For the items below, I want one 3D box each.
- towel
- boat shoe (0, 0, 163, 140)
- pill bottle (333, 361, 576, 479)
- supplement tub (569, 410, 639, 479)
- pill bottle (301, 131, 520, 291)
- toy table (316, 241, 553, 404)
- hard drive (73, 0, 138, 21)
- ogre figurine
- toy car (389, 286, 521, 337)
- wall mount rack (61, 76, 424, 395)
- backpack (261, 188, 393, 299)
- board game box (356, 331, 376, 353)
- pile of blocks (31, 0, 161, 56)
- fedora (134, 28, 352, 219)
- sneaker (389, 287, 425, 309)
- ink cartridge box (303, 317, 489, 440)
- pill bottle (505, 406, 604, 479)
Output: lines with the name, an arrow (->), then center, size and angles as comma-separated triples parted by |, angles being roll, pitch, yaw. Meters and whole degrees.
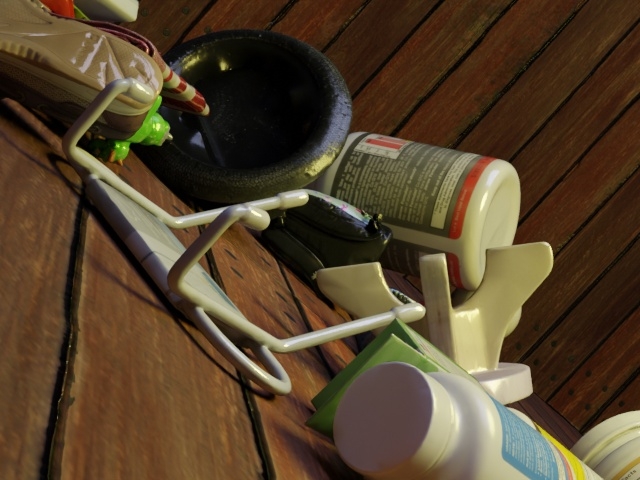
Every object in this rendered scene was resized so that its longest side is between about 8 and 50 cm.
towel -> -0.266, -0.216, 1.381 | 0.237, 0.037, 0.329 | 18, -2, 7
boat shoe -> -0.291, -0.175, 1.107 | 0.285, 0.092, 0.102 | 23, 42, -6
pill bottle -> 0.109, 0.180, 0.959 | 0.221, 0.124, 0.124 | 39, 5, -43
supplement tub -> 0.428, 0.359, 1.350 | 0.228, 0.228, 0.316 | 39, 5, -32
pill bottle -> 0.116, -0.059, 1.881 | 0.363, 0.210, 0.210 | 15, -8, 25
toy table -> 0.129, 0.094, 1.274 | 0.274, 0.252, 0.160 | 158, -75, -84
hard drive -> -0.406, -0.371, 1.646 | 0.203, 0.040, 0.307 | 6, -4, 13
ogre figurine -> -0.238, -0.146, 1.280 | 0.118, 0.096, 0.197 | 32, -11, 19
toy car -> 0.243, 0.124, 1.931 | 0.219, 0.238, 0.210 | 41, 5, -23
wall mount rack -> -0.072, 0.000, 1.077 | 0.350, 0.130, 0.304 | 47, 6, 37
backpack -> 0.000, 0.000, 1.762 | 0.182, 0.152, 0.115 | 30, -2, 6
board game box -> 0.122, 0.166, 1.628 | 0.194, 0.060, 0.194 | 41, 5, -19
pile of blocks -> -0.307, -0.264, 1.678 | 0.362, 0.112, 0.149 | 38, 6, -46
fedora -> -0.107, -0.140, 1.631 | 0.334, 0.334, 0.152 | 45, -28, 33
sneaker -> 0.122, 0.101, 1.547 | 0.135, 0.052, 0.058 | 40, 1, -20
ink cartridge box -> 0.067, 0.141, 1.043 | 0.209, 0.109, 0.062 | 37, 11, -45
pill bottle -> 0.223, 0.265, 1.183 | 0.215, 0.117, 0.117 | 40, 5, -29
